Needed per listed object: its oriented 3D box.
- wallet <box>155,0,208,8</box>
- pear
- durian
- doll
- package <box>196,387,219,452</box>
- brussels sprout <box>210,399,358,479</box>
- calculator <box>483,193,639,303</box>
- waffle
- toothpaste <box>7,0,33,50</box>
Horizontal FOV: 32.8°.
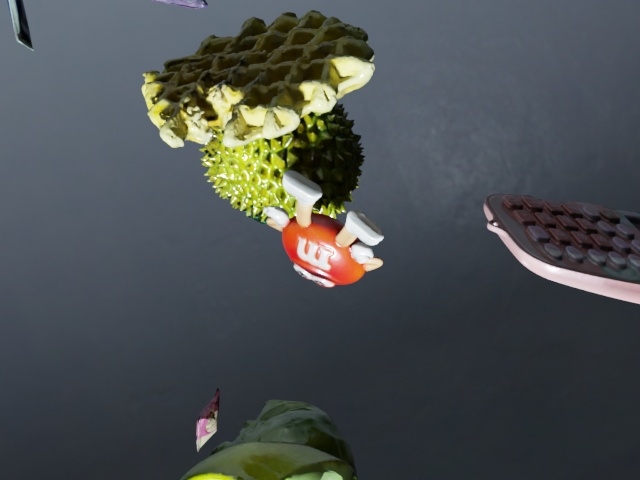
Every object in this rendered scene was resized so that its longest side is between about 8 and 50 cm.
[{"bbox_3d":[-0.298,-0.501,2.109,0.030,0.111,0.166,-34,164,34],"label":"wallet"},{"bbox_3d":[-0.082,0.449,1.765,0.238,0.343,0.318,22,-153,33],"label":"pear"},{"bbox_3d":[-0.057,-0.130,1.711,0.291,0.225,0.291,16,165,4],"label":"durian"},{"bbox_3d":[0.000,0.000,1.519,0.085,0.183,0.217,-56,173,-23],"label":"doll"},{"bbox_3d":[-0.158,0.253,1.539,0.029,0.059,0.083,13,-151,6],"label":"package"},{"bbox_3d":[-0.083,0.538,2.219,0.425,0.342,0.361,-52,-173,-20],"label":"brussels sprout"},{"bbox_3d":[0.343,0.011,1.291,0.329,0.048,0.220,10,-154,-17],"label":"calculator"},{"bbox_3d":[-0.068,-0.175,1.177,0.250,0.056,0.261,-25,-150,-9],"label":"waffle"},{"bbox_3d":[-0.407,-0.320,1.450,0.021,0.140,0.037,-20,166,14],"label":"toothpaste"}]
